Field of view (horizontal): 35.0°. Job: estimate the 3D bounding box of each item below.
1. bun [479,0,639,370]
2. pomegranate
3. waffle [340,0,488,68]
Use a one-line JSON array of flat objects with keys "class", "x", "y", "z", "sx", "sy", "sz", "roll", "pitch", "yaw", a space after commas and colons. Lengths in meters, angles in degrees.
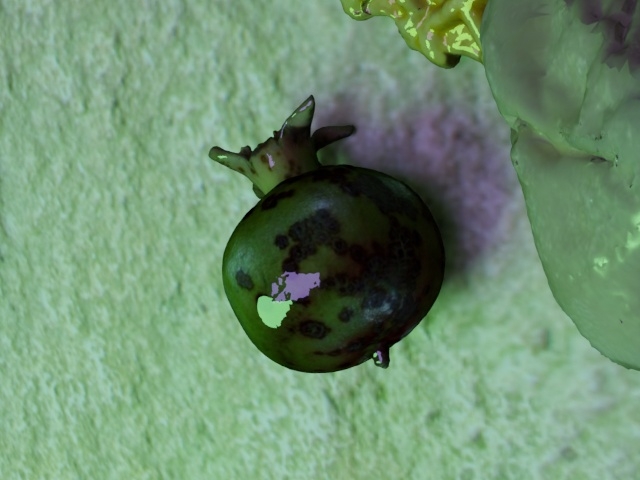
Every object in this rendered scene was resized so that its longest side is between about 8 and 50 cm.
[{"class": "bun", "x": 0.202, "y": -0.053, "z": 0.427, "sx": 0.281, "sy": 0.281, "sz": 0.205, "roll": 16, "pitch": 148, "yaw": 32}, {"class": "pomegranate", "x": 0.006, "y": 0.003, "z": 0.662, "sx": 0.148, "sy": 0.148, "sz": 0.169, "roll": -41, "pitch": 42, "yaw": 38}, {"class": "waffle", "x": 0.106, "y": -0.215, "z": 0.558, "sx": 0.250, "sy": 0.056, "sz": 0.261, "roll": 28, "pitch": 117, "yaw": 27}]
